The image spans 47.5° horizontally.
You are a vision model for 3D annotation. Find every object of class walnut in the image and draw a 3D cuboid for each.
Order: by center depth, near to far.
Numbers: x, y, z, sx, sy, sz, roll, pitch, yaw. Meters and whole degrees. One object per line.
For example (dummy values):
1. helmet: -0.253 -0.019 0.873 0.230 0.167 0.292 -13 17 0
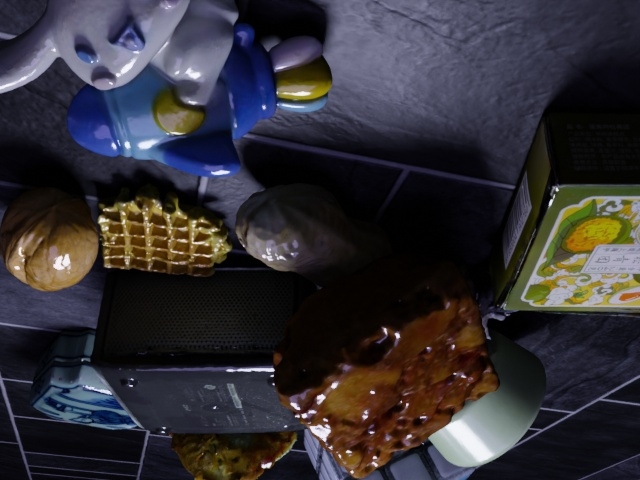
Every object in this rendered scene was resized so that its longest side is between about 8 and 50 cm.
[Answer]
1. walnut: -0.438 -0.002 1.181 0.159 0.159 0.207 12 149 -15

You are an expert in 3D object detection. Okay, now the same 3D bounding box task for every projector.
1. projector: -0.200 0.232 1.462 0.405 0.242 0.395 -1 147 2

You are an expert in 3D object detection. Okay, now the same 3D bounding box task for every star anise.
1. star anise: 0.291 0.113 1.378 0.229 0.093 0.236 -5 144 11

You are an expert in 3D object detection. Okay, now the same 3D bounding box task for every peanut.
1. peanut: 0.000 0.000 1.175 0.149 0.149 0.313 -24 143 36

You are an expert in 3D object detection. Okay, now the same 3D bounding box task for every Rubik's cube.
1. Rubik's cube: 0.147 0.513 1.755 0.305 0.304 0.301 -22 152 -14

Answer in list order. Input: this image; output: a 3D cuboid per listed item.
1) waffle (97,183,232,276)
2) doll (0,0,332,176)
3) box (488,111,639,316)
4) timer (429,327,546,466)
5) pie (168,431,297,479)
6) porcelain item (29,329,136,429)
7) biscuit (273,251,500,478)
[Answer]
1. waffle: -0.263 -0.018 1.235 0.229 0.057 0.219 5 148 -6
2. doll: -0.172 -0.198 0.816 0.376 0.187 0.365 -16 144 27
3. box: 0.499 -0.022 1.106 0.420 0.138 0.373 1 147 1
4. timer: 0.254 0.264 1.510 0.315 0.291 0.290 40 136 -15
5. pie: -0.207 0.399 1.659 0.288 0.355 0.103 -21 140 -2
6. porcelain item: -0.528 0.344 1.746 0.281 0.157 0.286 23 142 -28
7. biscuit: 0.112 0.208 1.226 0.342 0.166 0.395 -30 139 -3
